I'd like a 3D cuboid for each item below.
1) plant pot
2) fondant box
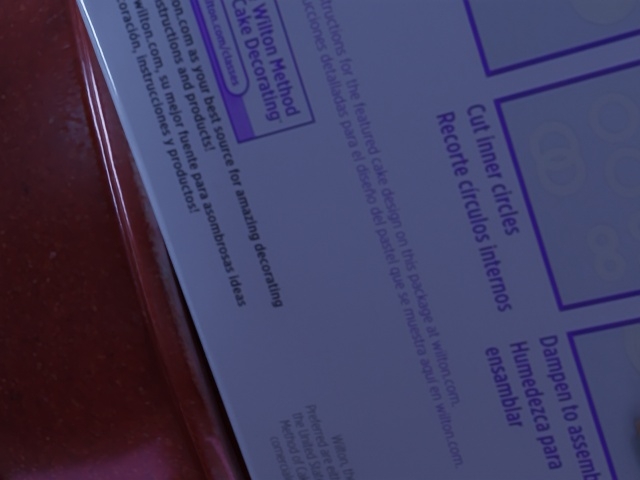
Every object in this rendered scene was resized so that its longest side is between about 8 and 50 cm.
[{"bbox_3d":[-0.161,0.025,0.553,0.265,0.272,0.272,-15,172,4],"label":"plant pot"},{"bbox_3d":[0.132,-0.009,0.379,0.330,0.238,0.096,-13,-169,26],"label":"fondant box"}]
